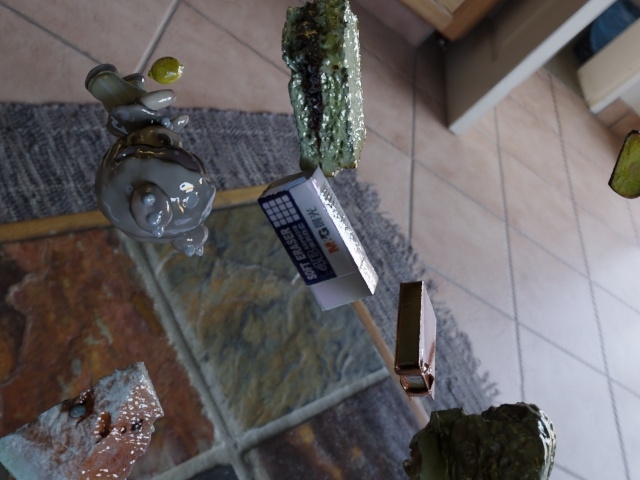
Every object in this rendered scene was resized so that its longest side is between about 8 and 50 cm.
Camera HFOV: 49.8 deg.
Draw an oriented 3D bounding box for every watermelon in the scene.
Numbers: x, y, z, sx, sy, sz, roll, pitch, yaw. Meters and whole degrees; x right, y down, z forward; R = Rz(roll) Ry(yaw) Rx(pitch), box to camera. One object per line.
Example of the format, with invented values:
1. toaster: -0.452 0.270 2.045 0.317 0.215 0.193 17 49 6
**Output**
1. watermelon: -0.292 0.248 0.888 0.154 0.241 0.094 46 12 10

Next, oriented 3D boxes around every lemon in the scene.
1. lemon: -0.353 -0.387 1.572 0.083 0.062 0.062 -17 67 -10

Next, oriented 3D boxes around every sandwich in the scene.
1. sandwich: 0.013 -0.320 1.392 0.262 0.131 0.325 -71 157 -61

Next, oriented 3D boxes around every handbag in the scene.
1. handbag: 0.178 0.187 1.272 0.127 0.063 0.190 65 26 -42

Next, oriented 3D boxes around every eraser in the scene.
1. eraser: 0.000 0.000 1.389 0.287 0.130 0.086 60 29 -21

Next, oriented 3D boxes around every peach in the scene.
1. peach: 0.412 -0.101 0.905 0.050 0.077 0.083 -22 86 -56

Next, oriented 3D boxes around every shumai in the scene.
1. shumai: 0.217 0.341 0.991 0.218 0.255 0.189 19 10 31

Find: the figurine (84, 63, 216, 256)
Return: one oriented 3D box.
1. figurine: -0.324 -0.153 1.268 0.248 0.203 0.380 62 5 -71
